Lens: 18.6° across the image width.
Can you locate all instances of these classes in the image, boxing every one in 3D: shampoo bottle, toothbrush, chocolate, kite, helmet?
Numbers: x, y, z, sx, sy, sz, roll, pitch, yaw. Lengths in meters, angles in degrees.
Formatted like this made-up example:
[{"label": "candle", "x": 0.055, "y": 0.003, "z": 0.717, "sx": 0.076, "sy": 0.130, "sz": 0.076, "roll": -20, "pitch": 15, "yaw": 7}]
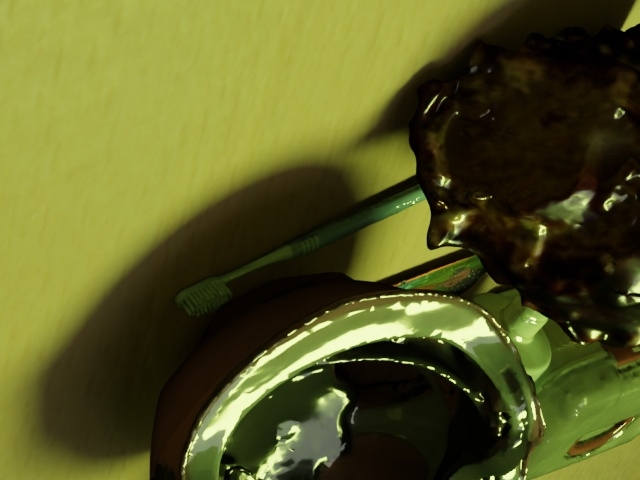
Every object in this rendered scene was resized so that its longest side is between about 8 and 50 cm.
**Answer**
[{"label": "shampoo bottle", "x": 0.107, "y": 0.121, "z": 1.561, "sx": 0.085, "sy": 0.085, "sz": 0.262, "roll": -9, "pitch": 147, "yaw": -48}, {"label": "toothbrush", "x": 0.000, "y": 0.000, "z": 1.291, "sx": 0.219, "sy": 0.019, "sz": 0.016, "roll": -26, "pitch": 140, "yaw": -26}, {"label": "chocolate", "x": 0.145, "y": -0.055, "z": 1.225, "sx": 0.177, "sy": 0.224, "sz": 0.206, "roll": 13, "pitch": 168, "yaw": -28}, {"label": "kite", "x": 0.020, "y": 0.080, "z": 1.488, "sx": 0.321, "sy": 0.016, "sz": 0.234, "roll": -40, "pitch": 156, "yaw": 7}, {"label": "helmet", "x": 0.001, "y": 0.144, "z": 1.327, "sx": 0.271, "sy": 0.197, "sz": 0.338, "roll": -20, "pitch": 121, "yaw": -15}]

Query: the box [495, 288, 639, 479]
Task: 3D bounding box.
[{"label": "box", "x": 0.208, "y": 0.112, "z": 1.665, "sx": 0.210, "sy": 0.129, "sz": 0.148, "roll": -13, "pitch": 147, "yaw": -46}]
